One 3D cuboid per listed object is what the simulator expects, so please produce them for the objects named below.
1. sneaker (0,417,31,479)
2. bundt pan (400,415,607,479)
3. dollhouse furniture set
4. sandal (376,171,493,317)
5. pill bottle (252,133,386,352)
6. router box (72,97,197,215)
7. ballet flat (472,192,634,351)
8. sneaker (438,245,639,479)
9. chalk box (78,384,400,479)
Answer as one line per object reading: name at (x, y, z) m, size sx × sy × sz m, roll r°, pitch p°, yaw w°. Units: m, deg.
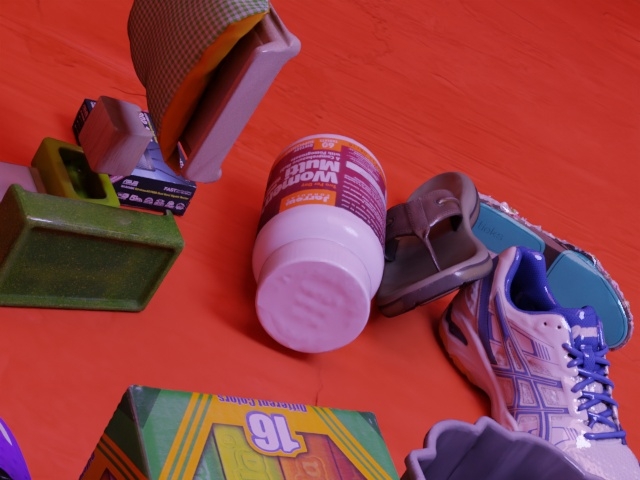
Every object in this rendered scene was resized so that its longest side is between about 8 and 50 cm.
sneaker at (-0.193, 0.177, 0.759) m, size 0.102 × 0.146 × 0.293 m, roll 16°, pitch 33°, yaw -25°
bundt pan at (0.153, 0.284, 0.901) m, size 0.331 × 0.124 × 0.331 m, roll 32°, pitch 26°, yaw -18°
dollhouse furniture set at (-0.173, -0.114, 1.060) m, size 0.151 × 0.301 × 0.197 m, roll 9°, pitch 39°, yaw -38°
sandal at (0.100, -0.010, 1.327) m, size 0.086 × 0.120 × 0.303 m, roll 60°, pitch 14°, yaw -19°
pill bottle at (0.000, 0.000, 1.228) m, size 0.121 × 0.121 × 0.221 m, roll 25°, pitch 30°, yaw -11°
router box at (-0.181, -0.081, 1.271) m, size 0.092 × 0.038 × 0.122 m, roll 11°, pitch 35°, yaw -33°
ballet flat at (0.248, 0.030, 1.454) m, size 0.241 × 0.091 × 0.077 m, roll 42°, pitch 9°, yaw 12°
sneaker at (0.221, 0.129, 1.224) m, size 0.112 × 0.131 × 0.296 m, roll 3°, pitch 41°, yaw -42°
chalk box at (-0.036, 0.252, 0.753) m, size 0.180 × 0.179 × 0.289 m, roll 11°, pitch 35°, yaw -30°
